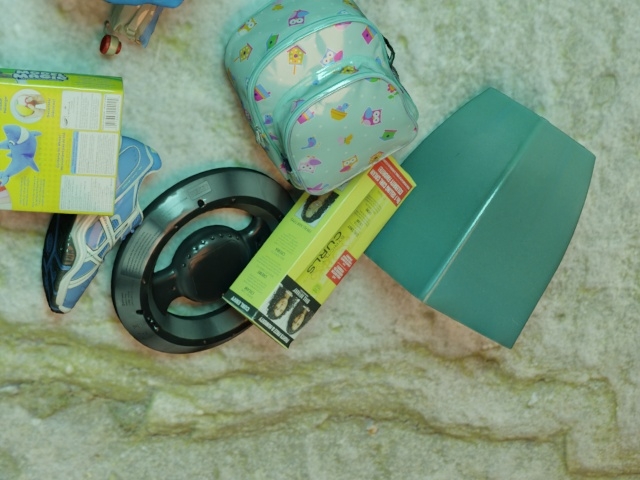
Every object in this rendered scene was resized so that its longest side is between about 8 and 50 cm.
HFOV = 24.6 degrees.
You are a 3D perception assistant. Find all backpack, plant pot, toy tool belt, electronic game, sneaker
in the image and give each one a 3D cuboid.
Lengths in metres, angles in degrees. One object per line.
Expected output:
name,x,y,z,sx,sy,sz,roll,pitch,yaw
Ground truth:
backpack,0.001,-0.152,1.461,0.166,0.144,0.188,-29,129,1
plant pot,0.185,-0.036,1.637,0.166,0.165,0.234,29,98,-40
toy tool belt,-0.170,-0.206,1.387,0.051,0.052,0.083,16,115,-27
electronic game,-0.120,0.024,1.586,0.229,0.048,0.229,-20,130,-25
sneaker,-0.225,-0.012,1.481,0.081,0.080,0.211,10,119,-30

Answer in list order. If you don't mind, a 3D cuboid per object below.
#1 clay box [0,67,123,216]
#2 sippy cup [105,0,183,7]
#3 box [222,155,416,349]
clay box,-0.298,-0.094,1.360,0.222,0.053,0.127,4,112,-11
sippy cup,-0.148,-0.324,1.209,0.240,0.305,0.224,-38,152,-37
box,0.000,0.000,1.587,0.232,0.058,0.087,-52,140,-6
